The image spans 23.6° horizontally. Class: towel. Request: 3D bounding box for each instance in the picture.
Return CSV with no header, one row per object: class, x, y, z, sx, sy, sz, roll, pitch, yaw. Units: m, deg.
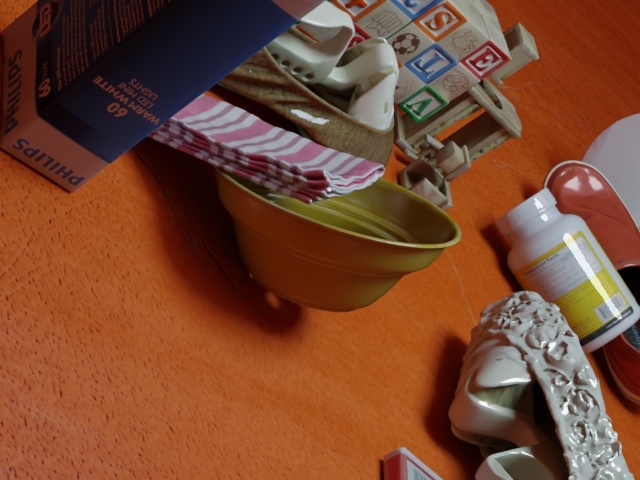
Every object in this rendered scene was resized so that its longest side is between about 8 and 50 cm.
towel,-0.056,-0.083,1.270,0.197,0.029,0.144,23,16,17

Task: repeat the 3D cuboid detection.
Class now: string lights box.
string lights box,-0.118,-0.163,1.100,0.077,0.260,0.133,34,33,-38

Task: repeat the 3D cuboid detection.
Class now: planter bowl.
planter bowl,0.000,0.000,1.273,0.217,0.090,0.217,17,16,-5

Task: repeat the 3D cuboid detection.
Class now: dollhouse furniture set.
dollhouse furniture set,0.183,-0.112,1.674,0.101,0.182,0.161,40,29,-31

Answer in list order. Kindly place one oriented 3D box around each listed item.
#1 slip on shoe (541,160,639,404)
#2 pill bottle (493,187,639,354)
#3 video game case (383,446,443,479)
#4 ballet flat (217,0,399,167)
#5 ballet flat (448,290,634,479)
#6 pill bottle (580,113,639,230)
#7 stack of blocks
slip on shoe,0.364,0.036,1.876,0.101,0.123,0.331,103,-26,-59
pill bottle,0.279,0.035,1.762,0.184,0.103,0.103,57,25,3
video game case,0.124,0.324,1.224,0.204,0.025,0.285,42,28,-28
ballet flat,-0.005,-0.167,1.471,0.342,0.124,0.116,31,35,-43
ballet flat,0.191,0.184,1.365,0.147,0.147,0.409,36,22,-37
pill bottle,0.532,-0.013,2.129,0.408,0.229,0.229,31,35,-42
stack of blocks,0.042,-0.242,1.592,0.297,0.171,0.087,34,33,-41
